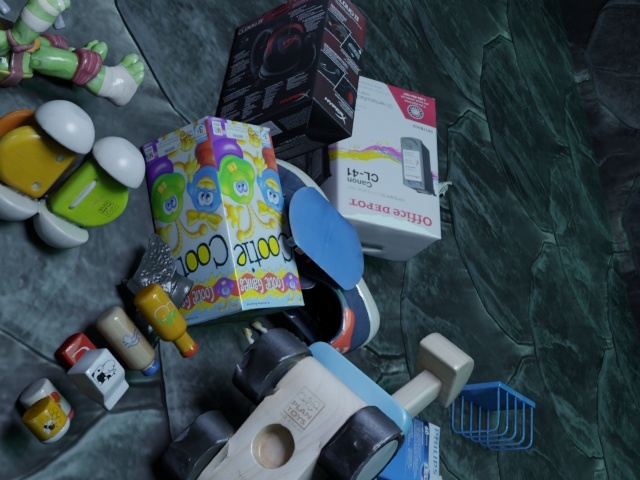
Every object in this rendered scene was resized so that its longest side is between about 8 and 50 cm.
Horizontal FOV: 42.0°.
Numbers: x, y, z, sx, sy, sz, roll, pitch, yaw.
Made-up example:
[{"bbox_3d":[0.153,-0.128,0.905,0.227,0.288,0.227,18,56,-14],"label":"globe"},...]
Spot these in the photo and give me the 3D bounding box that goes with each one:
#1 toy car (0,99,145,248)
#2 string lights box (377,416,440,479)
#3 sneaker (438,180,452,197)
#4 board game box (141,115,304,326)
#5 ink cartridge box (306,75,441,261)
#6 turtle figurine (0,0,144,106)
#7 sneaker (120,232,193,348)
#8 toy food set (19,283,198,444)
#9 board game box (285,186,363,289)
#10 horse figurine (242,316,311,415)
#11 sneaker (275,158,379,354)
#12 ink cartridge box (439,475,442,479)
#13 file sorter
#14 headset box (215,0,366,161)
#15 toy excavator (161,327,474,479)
[{"bbox_3d":[-0.321,-0.092,1.024,0.182,0.159,0.136,36,12,-41],"label":"toy car"},{"bbox_3d":[0.115,0.366,1.470,0.260,0.077,0.133,34,51,-43],"label":"string lights box"},{"bbox_3d":[0.284,-0.120,1.964,0.083,0.032,0.036,-15,102,-51],"label":"sneaker"},{"bbox_3d":[-0.143,-0.022,1.218,0.144,0.142,0.275,1,75,-54],"label":"board game box"},{"bbox_3d":[0.098,-0.138,1.557,0.226,0.131,0.306,12,63,-25],"label":"ink cartridge box"},{"bbox_3d":[-0.343,-0.281,1.005,0.266,0.198,0.274,17,66,-55],"label":"turtle figurine"},{"bbox_3d":[-0.236,0.081,1.123,0.089,0.051,0.170,32,72,-5],"label":"sneaker"},{"bbox_3d":[-0.257,0.167,1.005,0.104,0.111,0.232,58,44,-24],"label":"toy food set"},{"bbox_3d":[0.000,0.000,1.255,0.169,0.033,0.133,44,37,-27],"label":"board game box"},{"bbox_3d":[-0.035,0.194,1.347,0.263,0.066,0.174,-23,88,-53],"label":"horse figurine"},{"bbox_3d":[-0.040,0.025,1.310,0.148,0.131,0.350,-20,75,-54],"label":"sneaker"},{"bbox_3d":[0.218,0.498,1.600,0.048,0.028,0.083,5,72,-54],"label":"ink cartridge box"},{"bbox_3d":[0.370,0.380,1.788,0.170,0.118,0.104,34,53,-43],"label":"file sorter"},{"bbox_3d":[-0.048,-0.284,1.398,0.110,0.218,0.293,39,46,-40],"label":"headset box"},{"bbox_3d":[0.040,0.276,1.230,0.433,0.222,0.445,-49,155,-8],"label":"toy excavator"}]
